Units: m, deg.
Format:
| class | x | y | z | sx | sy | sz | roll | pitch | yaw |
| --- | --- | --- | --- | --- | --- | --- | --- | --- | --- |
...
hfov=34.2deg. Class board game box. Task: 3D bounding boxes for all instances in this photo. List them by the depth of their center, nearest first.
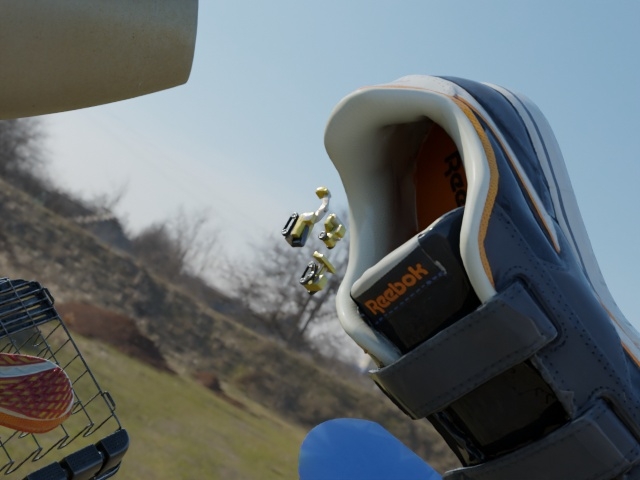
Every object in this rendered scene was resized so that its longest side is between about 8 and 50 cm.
| class | x | y | z | sx | sy | sz | roll | pitch | yaw |
| --- | --- | --- | --- | --- | --- | --- | --- | --- | --- |
| board game box | 0.050 | 0.198 | 0.725 | 0.169 | 0.033 | 0.133 | 38 | 25 | 13 |

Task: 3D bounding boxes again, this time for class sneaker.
| class | x | y | z | sx | sy | sz | roll | pitch | yaw |
| --- | --- | --- | --- | --- | --- | --- | --- | --- | --- |
| sneaker | 0.089 | 0.061 | 0.501 | 0.127 | 0.126 | 0.321 | 2 | 57 | -44 |
| sneaker | -0.260 | 0.093 | 0.728 | 0.175 | 0.064 | 0.067 | 28 | -35 | -6 |

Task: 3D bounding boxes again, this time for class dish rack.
| class | x | y | z | sx | sy | sz | roll | pitch | yaw |
| --- | --- | --- | --- | --- | --- | --- | --- | --- | --- |
| dish rack | -0.358 | 0.177 | 1.205 | 0.208 | 0.074 | 0.271 | -21 | 74 | -47 |

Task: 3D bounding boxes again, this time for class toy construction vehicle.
| class | x | y | z | sx | sy | sz | roll | pitch | yaw |
| --- | --- | --- | --- | --- | --- | --- | --- | --- | --- |
| toy construction vehicle | 0.000 | 0.000 | 1.178 | 0.035 | 0.098 | 0.086 | 0 | -42 | 40 |

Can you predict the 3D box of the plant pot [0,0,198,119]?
| class | x | y | z | sx | sy | sz | roll | pitch | yaw |
| --- | --- | --- | --- | --- | --- | --- | --- | --- | --- |
| plant pot | -0.268 | -0.236 | 1.058 | 0.274 | 0.256 | 0.256 | 2 | -2 | -14 |
